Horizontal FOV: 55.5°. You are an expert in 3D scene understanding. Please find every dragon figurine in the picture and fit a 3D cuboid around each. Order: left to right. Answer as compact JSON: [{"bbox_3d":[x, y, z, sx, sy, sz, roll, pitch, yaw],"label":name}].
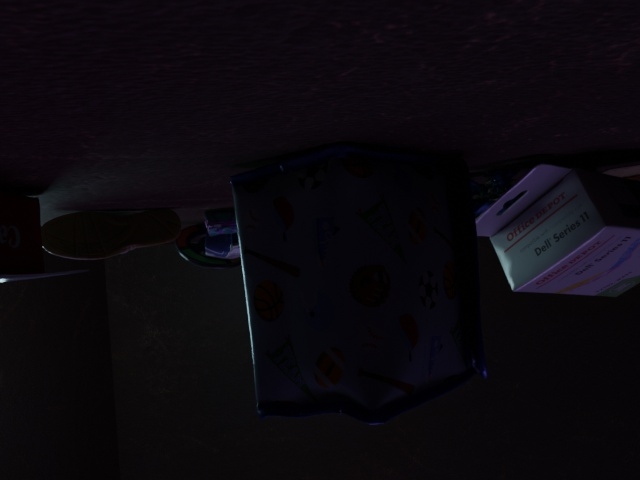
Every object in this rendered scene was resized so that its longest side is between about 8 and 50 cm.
[{"bbox_3d":[0.269,-0.075,1.123,0.289,0.085,0.144,-12,172,44],"label":"dragon figurine"}]

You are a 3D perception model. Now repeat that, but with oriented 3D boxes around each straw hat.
[{"bbox_3d":[0.644,-0.116,1.225,0.145,0.061,0.144,-4,179,0],"label":"straw hat"}]

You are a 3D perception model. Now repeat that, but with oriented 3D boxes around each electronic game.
[{"bbox_3d":[-0.324,0.015,1.838,0.230,0.048,0.229,11,-149,-7],"label":"electronic game"}]

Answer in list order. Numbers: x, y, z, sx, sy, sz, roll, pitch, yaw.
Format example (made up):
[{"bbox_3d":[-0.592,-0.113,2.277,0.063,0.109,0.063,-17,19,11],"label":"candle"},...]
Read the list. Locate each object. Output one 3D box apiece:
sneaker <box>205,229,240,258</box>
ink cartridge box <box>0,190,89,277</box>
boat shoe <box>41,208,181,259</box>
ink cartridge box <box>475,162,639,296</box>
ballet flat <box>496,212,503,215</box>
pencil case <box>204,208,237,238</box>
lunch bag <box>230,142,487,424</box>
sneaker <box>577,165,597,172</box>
[{"bbox_3d":[-0.165,-0.023,1.721,0.316,0.127,0.182,3,163,-10],"label":"sneaker"},{"bbox_3d":[-0.481,-0.001,0.771,0.272,0.129,0.309,-6,179,-3],"label":"ink cartridge box"},{"bbox_3d":[-0.435,-0.011,1.263,0.277,0.098,0.096,-5,179,-31],"label":"boat shoe"},{"bbox_3d":[0.440,-0.005,1.019,0.354,0.119,0.207,5,144,-30],"label":"ink cartridge box"},{"bbox_3d":[0.404,-0.090,1.581,0.249,0.086,0.086,-4,180,36],"label":"ballet flat"},{"bbox_3d":[-0.194,-0.044,1.427,0.152,0.064,0.070,-5,-165,4],"label":"pencil case"},{"bbox_3d":[0.099,0.049,0.850,0.239,0.327,0.386,-8,175,39],"label":"lunch bag"},{"bbox_3d":[0.469,-0.065,1.193,0.111,0.102,0.252,5,157,6],"label":"sneaker"}]
